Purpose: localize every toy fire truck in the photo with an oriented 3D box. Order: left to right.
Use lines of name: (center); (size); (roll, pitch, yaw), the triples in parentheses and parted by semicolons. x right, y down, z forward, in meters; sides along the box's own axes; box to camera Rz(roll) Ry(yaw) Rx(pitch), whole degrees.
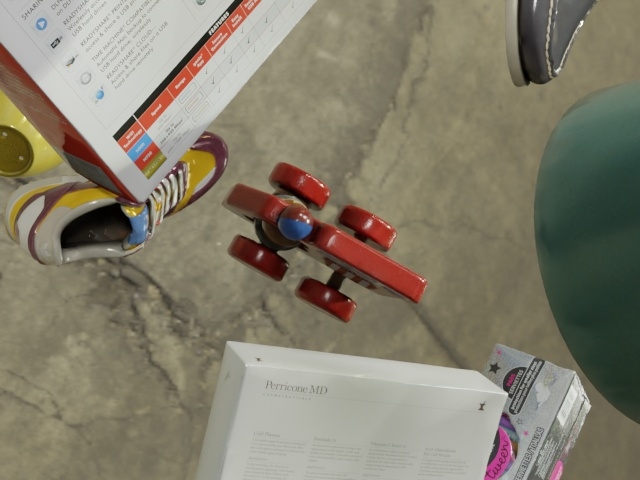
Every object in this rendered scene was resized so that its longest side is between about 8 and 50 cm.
toy fire truck: (0.000, 0.000, 1.610); (0.302, 0.254, 0.169); (31, 82, -9)

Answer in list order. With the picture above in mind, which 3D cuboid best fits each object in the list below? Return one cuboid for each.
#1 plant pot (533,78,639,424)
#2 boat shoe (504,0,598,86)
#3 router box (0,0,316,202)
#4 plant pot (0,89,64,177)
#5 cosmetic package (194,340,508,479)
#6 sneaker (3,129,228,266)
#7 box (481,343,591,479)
plant pot: (0.345, -0.012, 0.798); (0.293, 0.235, 0.292); (10, 72, -33)
boat shoe: (0.154, -0.175, 0.590); (0.206, 0.065, 0.075); (-69, 154, -16)
router box: (-0.102, -0.242, 0.676); (0.335, 0.082, 0.301); (-51, 141, -15)
plant pot: (-0.348, -0.124, 1.242); (0.134, 0.134, 0.095); (60, 21, -26)
cosmetic package: (0.032, 0.296, 1.410); (0.377, 0.097, 0.284); (10, 103, -24)
sneaker: (-0.135, -0.027, 0.802); (0.186, 0.084, 0.069); (-27, 128, -28)
box: (0.296, 0.312, 1.674); (0.247, 0.142, 0.163); (-62, 147, -16)
